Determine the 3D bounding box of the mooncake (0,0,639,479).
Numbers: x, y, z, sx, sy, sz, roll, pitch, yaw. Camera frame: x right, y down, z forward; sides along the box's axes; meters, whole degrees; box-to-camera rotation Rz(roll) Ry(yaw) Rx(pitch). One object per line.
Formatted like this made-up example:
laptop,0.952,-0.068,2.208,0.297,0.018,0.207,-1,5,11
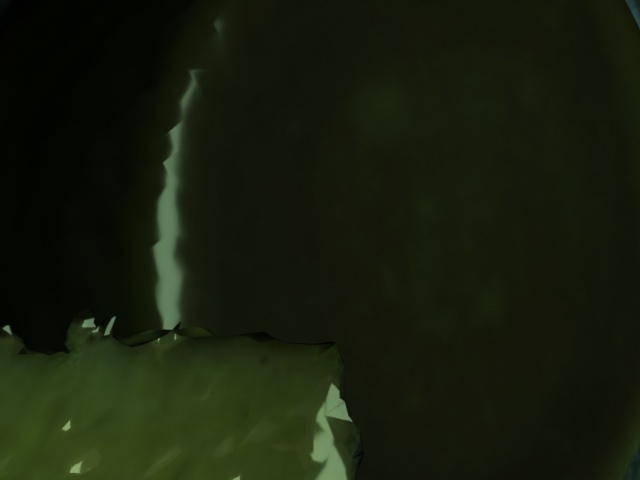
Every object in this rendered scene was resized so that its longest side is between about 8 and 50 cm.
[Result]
mooncake,0.000,0.000,0.755,0.284,0.155,0.284,1,88,-40

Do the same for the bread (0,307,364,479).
bread,-0.219,0.187,0.456,0.242,0.405,0.345,31,52,-55
